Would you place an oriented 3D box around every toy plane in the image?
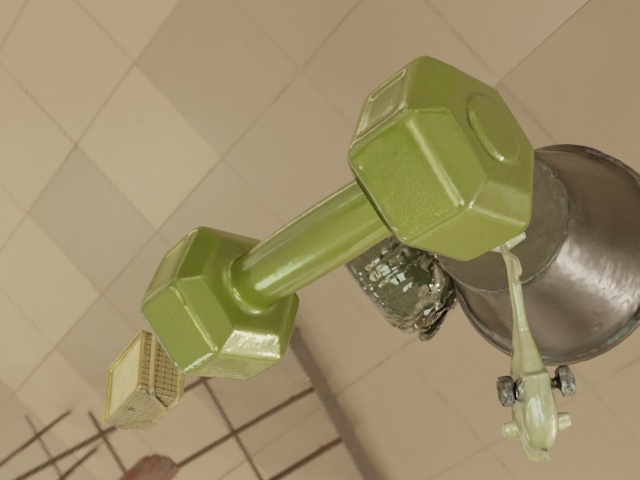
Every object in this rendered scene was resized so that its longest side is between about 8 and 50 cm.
[{"bbox_3d":[0.252,0.137,1.002,0.092,0.108,0.287,-11,101,0],"label":"toy plane"}]

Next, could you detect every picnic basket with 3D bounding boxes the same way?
[{"bbox_3d":[-0.288,0.232,1.323,0.079,0.115,0.164,18,139,-28],"label":"picnic basket"}]

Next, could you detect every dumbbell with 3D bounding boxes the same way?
[{"bbox_3d":[0.000,0.000,0.547,0.108,0.121,0.302,40,132,-22],"label":"dumbbell"}]

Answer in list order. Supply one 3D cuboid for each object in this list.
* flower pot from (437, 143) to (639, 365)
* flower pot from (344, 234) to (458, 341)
[{"bbox_3d":[0.337,-0.003,1.271,0.379,0.251,0.380,-12,69,32],"label":"flower pot"},{"bbox_3d":[0.175,0.039,1.610,0.213,0.302,0.302,-38,93,4],"label":"flower pot"}]
